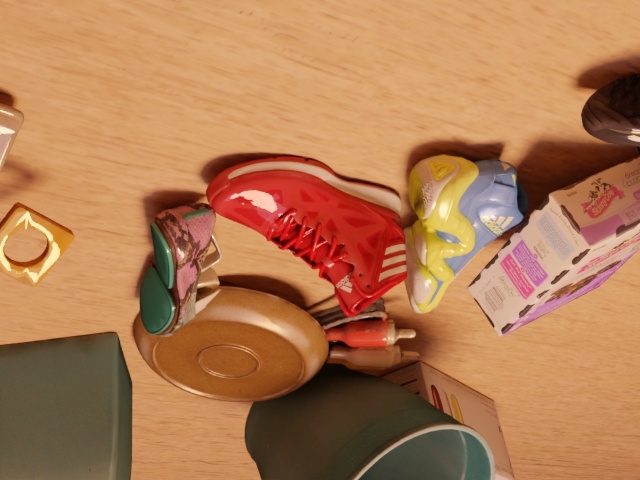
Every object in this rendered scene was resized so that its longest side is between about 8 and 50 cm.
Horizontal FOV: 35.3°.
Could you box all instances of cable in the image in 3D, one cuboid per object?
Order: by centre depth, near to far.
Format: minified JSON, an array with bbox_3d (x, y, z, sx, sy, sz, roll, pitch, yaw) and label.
[{"bbox_3d":[-0.022,0.131,1.243,0.287,0.072,0.139,-8,151,-4],"label":"cable"}]

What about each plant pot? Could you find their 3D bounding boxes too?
[{"bbox_3d":[-0.108,0.135,1.206,0.236,0.032,0.236,2,142,2],"label":"plant pot"},{"bbox_3d":[-0.310,0.258,1.208,0.166,0.234,0.165,-7,149,-7],"label":"plant pot"},{"bbox_3d":[0.040,0.289,1.303,0.272,0.255,0.271,-17,122,-28],"label":"plant pot"}]

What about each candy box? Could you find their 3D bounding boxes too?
[{"bbox_3d":[0.272,0.004,1.069,0.165,0.070,0.196,-21,158,-30],"label":"candy box"}]

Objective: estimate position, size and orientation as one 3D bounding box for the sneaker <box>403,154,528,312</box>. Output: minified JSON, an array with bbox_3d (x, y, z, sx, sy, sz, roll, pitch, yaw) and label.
[{"bbox_3d":[0.153,-0.002,1.055,0.126,0.091,0.240,-8,149,-5],"label":"sneaker"}]

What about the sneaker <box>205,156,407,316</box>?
[{"bbox_3d":[0.000,0.000,0.969,0.221,0.128,0.087,6,145,-29],"label":"sneaker"}]

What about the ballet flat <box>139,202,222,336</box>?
[{"bbox_3d":[-0.141,0.033,1.051,0.079,0.077,0.221,-20,155,-24],"label":"ballet flat"}]

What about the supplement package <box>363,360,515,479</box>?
[{"bbox_3d":[0.143,0.314,1.539,0.204,0.145,0.262,-25,147,24],"label":"supplement package"}]

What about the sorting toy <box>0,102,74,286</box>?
[{"bbox_3d":[-0.348,-0.042,0.785,0.348,0.047,0.196,19,110,-35],"label":"sorting toy"}]

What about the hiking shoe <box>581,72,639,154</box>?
[{"bbox_3d":[0.337,-0.088,0.954,0.227,0.086,0.114,2,133,-21],"label":"hiking shoe"}]
